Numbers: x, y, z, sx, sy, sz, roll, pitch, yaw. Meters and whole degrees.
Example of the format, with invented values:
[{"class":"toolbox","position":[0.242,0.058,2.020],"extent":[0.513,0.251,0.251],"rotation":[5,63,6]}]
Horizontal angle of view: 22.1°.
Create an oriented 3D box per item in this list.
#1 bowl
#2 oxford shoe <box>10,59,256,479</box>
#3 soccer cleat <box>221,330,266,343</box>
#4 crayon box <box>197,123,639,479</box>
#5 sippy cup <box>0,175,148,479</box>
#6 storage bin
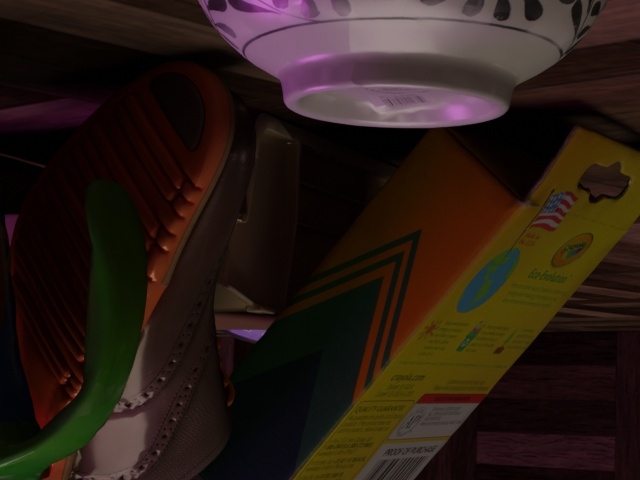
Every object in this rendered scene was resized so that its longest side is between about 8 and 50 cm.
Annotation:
[{"class":"bowl","position":[0.025,-0.082,0.541],"extent":[0.170,0.080,0.170],"rotation":[3,174,0]},{"class":"oxford shoe","position":[-0.106,0.054,0.931],"extent":[0.133,0.130,0.363],"rotation":[4,130,-35]},{"class":"soccer cleat","position":[0.019,0.058,1.842],"extent":[0.318,0.108,0.116],"rotation":[2,154,14]},{"class":"crayon box","position":[0.073,0.041,1.045],"extent":[0.081,0.318,0.202],"rotation":[46,-165,24]},{"class":"sippy cup","position":[-0.253,0.012,0.817],"extent":[0.306,0.224,0.240],"rotation":[2,173,-19]},{"class":"storage bin","position":[-0.112,-0.004,1.118],"extent":[0.262,0.123,0.260],"rotation":[-1,173,24]}]
